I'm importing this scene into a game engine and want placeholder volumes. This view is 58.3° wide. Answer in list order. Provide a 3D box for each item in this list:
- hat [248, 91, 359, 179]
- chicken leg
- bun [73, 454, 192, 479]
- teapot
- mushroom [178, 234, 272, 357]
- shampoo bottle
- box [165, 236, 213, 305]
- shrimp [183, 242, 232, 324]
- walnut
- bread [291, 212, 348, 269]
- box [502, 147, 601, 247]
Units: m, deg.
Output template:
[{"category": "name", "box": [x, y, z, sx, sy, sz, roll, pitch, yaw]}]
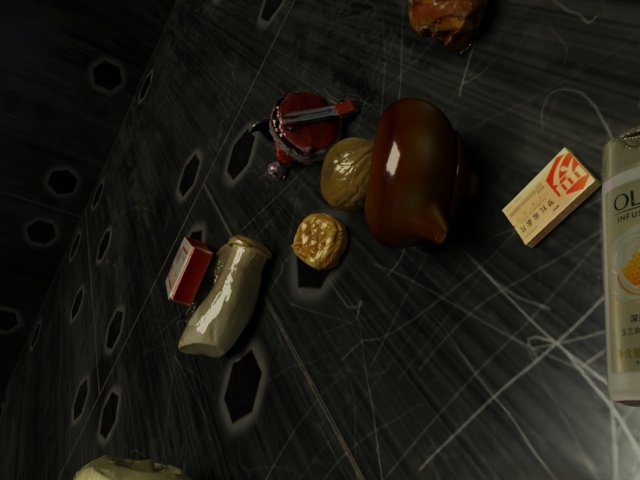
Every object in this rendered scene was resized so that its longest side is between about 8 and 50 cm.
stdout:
[{"category": "hat", "box": [-0.042, -0.175, 1.030, 0.140, 0.129, 0.227, -37, -2, -27]}, {"category": "chicken leg", "box": [0.154, -0.376, 0.848, 0.304, 0.093, 0.113, -108, 35, -51]}, {"category": "bun", "box": [-0.276, 0.510, 0.882, 0.364, 0.202, 0.365, -22, 60, 44]}, {"category": "teapot", "box": [0.126, -0.089, 0.700, 0.252, 0.135, 0.178, -76, -3, -45]}, {"category": "mushroom", "box": [-0.166, 0.113, 1.041, 0.108, 0.096, 0.247, 27, 91, 59]}, {"category": "shampoo bottle", "box": [0.273, 0.016, 0.459, 0.086, 0.055, 0.228, -16, 59, 51]}, {"category": "box", "box": [-0.289, 0.062, 1.246, 0.123, 0.050, 0.229, -68, 18, -1]}, {"category": "shrimp", "box": [-0.216, 0.109, 1.167, 0.219, 0.046, 0.152, -56, 31, 19]}, {"category": "walnut", "box": [0.049, -0.092, 0.824, 0.124, 0.105, 0.105, -37, 44, 42]}, {"category": "bread", "box": [0.000, 0.000, 0.900, 0.110, 0.044, 0.083, 31, 95, 56]}, {"category": "box", "box": [0.235, -0.044, 0.591, 0.093, 0.015, 0.058, -51, 34, 29]}]
